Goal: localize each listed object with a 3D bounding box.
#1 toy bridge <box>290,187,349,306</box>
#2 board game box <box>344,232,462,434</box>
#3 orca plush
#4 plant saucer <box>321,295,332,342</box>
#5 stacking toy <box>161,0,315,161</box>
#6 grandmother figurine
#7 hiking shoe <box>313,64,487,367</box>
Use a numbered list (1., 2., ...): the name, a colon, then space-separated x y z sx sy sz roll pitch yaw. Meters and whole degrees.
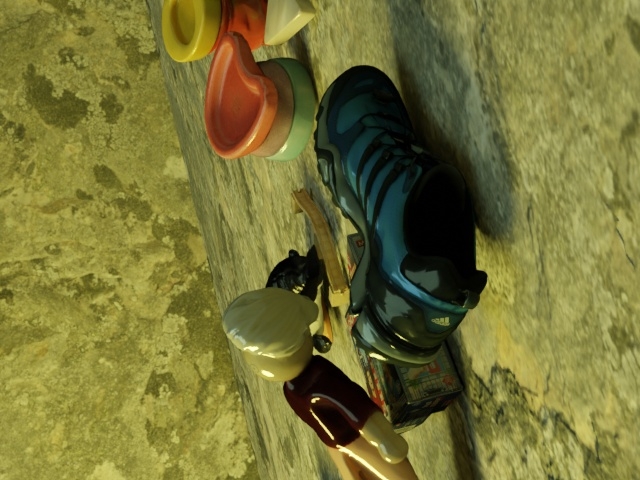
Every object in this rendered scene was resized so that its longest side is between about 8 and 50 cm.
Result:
1. toy bridge: 0.000 0.000 1.839 0.063 0.026 0.188 89 162 -51
2. board game box: 0.075 0.092 1.459 0.194 0.060 0.194 108 147 -71
3. orca plush: -0.050 0.093 1.893 0.287 0.102 0.151 156 97 -82
4. plant saucer: 0.000 0.114 2.028 0.083 0.013 0.083 167 90 -79
5. stacking toy: -0.062 -0.268 1.745 0.279 0.130 0.309 -56 46 41
6. grandmother figurine: 0.026 0.185 1.386 0.342 0.104 0.208 52 156 -13
7. hiking shoe: 0.081 -0.043 1.218 0.132 0.113 0.304 -45 47 42
